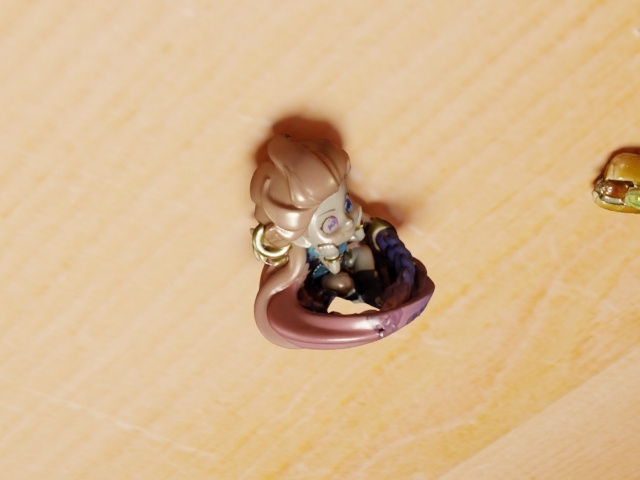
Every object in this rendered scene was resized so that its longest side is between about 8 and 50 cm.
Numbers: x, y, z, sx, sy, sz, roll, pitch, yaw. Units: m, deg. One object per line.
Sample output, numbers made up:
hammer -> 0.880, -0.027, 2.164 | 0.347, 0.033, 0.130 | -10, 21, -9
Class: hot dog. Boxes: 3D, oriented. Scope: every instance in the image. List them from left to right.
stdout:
hot dog -> 0.269, -0.039, 0.739 | 0.133, 0.041, 0.056 | 2, 133, -20

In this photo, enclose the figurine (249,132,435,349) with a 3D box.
figurine -> -0.004, 0.003, 0.658 | 0.114, 0.126, 0.157 | -8, 125, 53
